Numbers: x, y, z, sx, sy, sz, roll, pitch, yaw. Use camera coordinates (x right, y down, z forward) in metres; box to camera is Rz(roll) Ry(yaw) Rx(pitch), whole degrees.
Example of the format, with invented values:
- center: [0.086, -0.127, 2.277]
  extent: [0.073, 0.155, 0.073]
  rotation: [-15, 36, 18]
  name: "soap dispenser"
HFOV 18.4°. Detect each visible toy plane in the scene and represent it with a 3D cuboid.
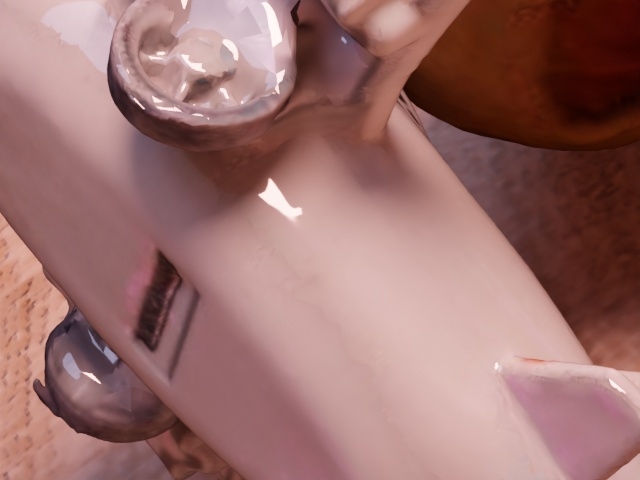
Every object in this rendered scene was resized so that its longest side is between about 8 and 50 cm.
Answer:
- center: [-0.003, 0.002, 0.532]
  extent: [0.252, 0.252, 0.118]
  rotation: [10, 37, 45]
  name: "toy plane"

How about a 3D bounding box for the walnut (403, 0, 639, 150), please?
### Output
- center: [0.085, -0.153, 0.540]
  extent: [0.203, 0.298, 0.203]
  rotation: [5, 53, -7]
  name: "walnut"
